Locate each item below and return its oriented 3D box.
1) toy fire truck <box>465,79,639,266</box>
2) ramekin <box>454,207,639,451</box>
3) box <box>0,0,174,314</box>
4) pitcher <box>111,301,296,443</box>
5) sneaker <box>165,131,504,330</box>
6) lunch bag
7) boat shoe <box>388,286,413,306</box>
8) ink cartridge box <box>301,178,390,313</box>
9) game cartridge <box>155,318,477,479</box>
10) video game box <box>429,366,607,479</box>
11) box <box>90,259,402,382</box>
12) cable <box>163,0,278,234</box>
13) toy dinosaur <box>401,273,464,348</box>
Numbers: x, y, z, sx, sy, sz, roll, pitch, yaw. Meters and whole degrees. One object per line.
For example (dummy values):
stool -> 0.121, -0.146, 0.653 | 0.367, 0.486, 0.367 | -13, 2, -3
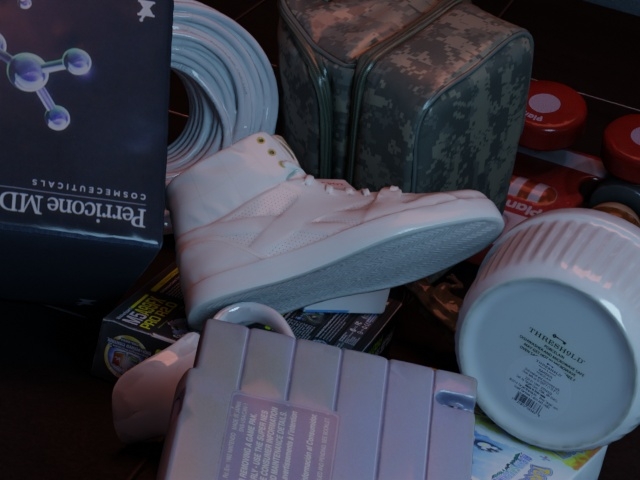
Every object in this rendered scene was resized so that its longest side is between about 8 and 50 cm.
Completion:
toy fire truck -> 0.283, -0.031, 2.309 | 0.302, 0.169, 0.254 | 20, 45, 18
ramekin -> 0.215, 0.085, 1.737 | 0.207, 0.207, 0.109 | 21, 30, 18
box -> -0.303, -0.161, 1.845 | 0.293, 0.395, 0.212 | 7, -20, -18
pitcher -> -0.040, 0.132, 1.646 | 0.207, 0.125, 0.178 | 20, 51, 30
sneaker -> 0.005, -0.037, 1.788 | 0.292, 0.108, 0.169 | -14, 61, -4
lunch bag -> 0.062, -0.128, 2.150 | 0.256, 0.305, 0.212 | 33, 51, 28
boat shoe -> -0.013, 0.031, 2.040 | 0.223, 0.080, 0.073 | 19, 33, 8
ink cartridge box -> 0.000, 0.000, 1.928 | 0.092, 0.090, 0.143 | 1, 24, -31
game cartridge -> -0.010, 0.214, 1.428 | 0.230, 0.068, 0.355 | 10, 42, 0
video game box -> 0.132, 0.190, 1.753 | 0.187, 0.048, 0.205 | 24, 22, 19
box -> -0.062, 0.090, 1.868 | 0.216, 0.060, 0.270 | 17, 20, 11
cable -> -0.175, -0.132, 2.097 | 0.257, 0.257, 0.089 | 3, 12, -21
toy dinosaur -> 0.165, 0.098, 1.984 | 0.268, 0.064, 0.118 | 47, 20, 29
